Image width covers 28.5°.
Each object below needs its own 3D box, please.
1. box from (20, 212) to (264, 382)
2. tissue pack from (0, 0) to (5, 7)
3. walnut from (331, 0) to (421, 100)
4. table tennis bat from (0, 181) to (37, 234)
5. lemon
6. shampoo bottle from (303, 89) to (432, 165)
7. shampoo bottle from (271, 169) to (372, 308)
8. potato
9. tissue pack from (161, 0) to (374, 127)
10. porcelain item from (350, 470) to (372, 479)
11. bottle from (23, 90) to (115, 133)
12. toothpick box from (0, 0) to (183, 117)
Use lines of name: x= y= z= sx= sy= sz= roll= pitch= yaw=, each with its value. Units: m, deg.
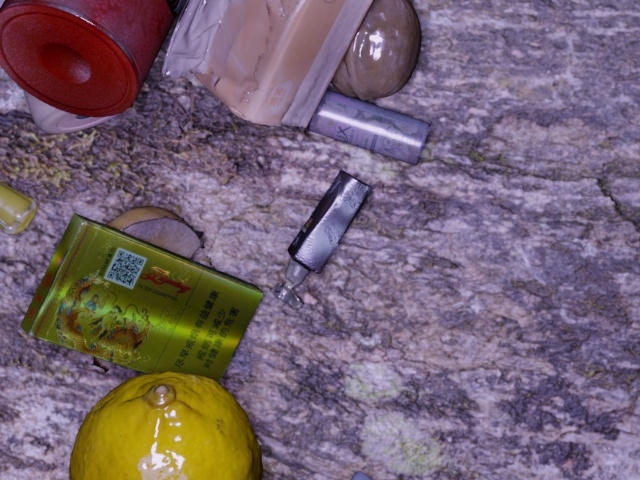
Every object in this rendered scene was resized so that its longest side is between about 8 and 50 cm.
box: x=-0.241 y=0.093 z=1.748 sx=0.311 sy=0.043 sz=0.173 roll=23 pitch=95 yaw=-36
tissue pack: x=-0.512 y=-0.419 z=1.747 sx=0.325 sy=0.071 sz=0.170 roll=17 pitch=97 yaw=29
walnut: x=0.071 y=-0.276 z=1.750 sx=0.140 sy=0.140 sz=0.162 roll=14 pitch=83 yaw=3
table tennis bat: x=-0.571 y=-0.131 z=1.836 sx=0.368 sy=0.054 sz=0.224 roll=34 pitch=80 yaw=0
lemon: x=-0.208 y=0.314 z=1.727 sx=0.268 sy=0.268 sz=0.322 roll=17 pitch=121 yaw=3
shampoo bottle: x=0.047 y=-0.168 z=1.791 sx=0.214 sy=0.072 sz=0.072 roll=18 pitch=94 yaw=3
shampoo bottle: x=0.000 y=0.000 z=1.808 sx=0.063 sy=0.057 sz=0.208 roll=32 pitch=97 yaw=-6
potato: x=-0.290 y=0.047 z=1.783 sx=0.138 sy=0.098 sz=0.243 roll=39 pitch=85 yaw=-37
tissue pack: x=-0.075 y=-0.332 z=1.649 sx=0.238 sy=0.238 sz=0.306 roll=30 pitch=111 yaw=2
porcelain item: x=0.201 y=0.482 z=1.747 sx=0.405 sy=0.178 sz=0.243 roll=21 pitch=95 yaw=11
bottle: x=-0.367 y=-0.283 z=1.778 sx=0.147 sy=0.147 sz=0.237 roll=-22 pitch=84 yaw=5
toothpick box: x=-0.274 y=-0.351 z=1.656 sx=0.204 sy=0.204 sz=0.333 roll=19 pitch=57 yaw=3
